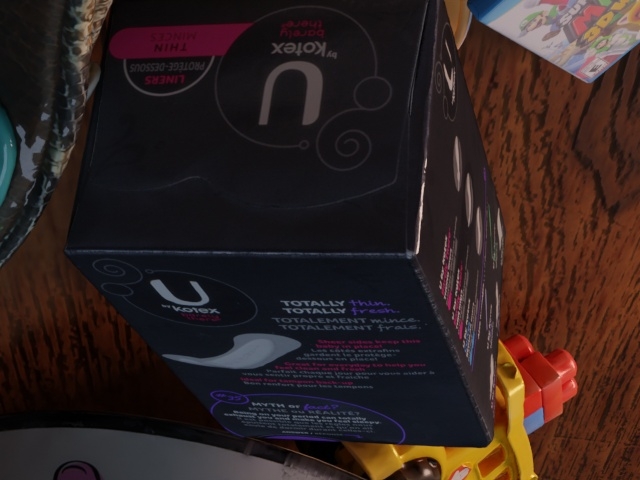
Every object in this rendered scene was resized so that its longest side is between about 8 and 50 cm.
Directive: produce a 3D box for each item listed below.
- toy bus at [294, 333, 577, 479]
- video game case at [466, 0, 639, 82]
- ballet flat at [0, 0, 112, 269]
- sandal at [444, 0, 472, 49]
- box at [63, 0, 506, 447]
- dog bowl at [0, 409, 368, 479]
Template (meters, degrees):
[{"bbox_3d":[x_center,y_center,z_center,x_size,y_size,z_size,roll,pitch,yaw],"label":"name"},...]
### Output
[{"bbox_3d":[0.092,0.127,1.045,0.211,0.149,0.220,-31,145,-6],"label":"toy bus"},{"bbox_3d":[0.157,-0.141,0.743,0.119,0.015,0.166,-40,157,20],"label":"video game case"},{"bbox_3d":[-0.129,-0.115,0.548,0.483,0.164,0.182,-53,176,38],"label":"ballet flat"},{"bbox_3d":[0.047,-0.147,0.665,0.102,0.076,0.265,-20,147,0],"label":"sandal"},{"bbox_3d":[0.000,0.000,0.735,0.165,0.143,0.270,0,155,14],"label":"box"},{"bbox_3d":[-0.102,0.276,0.984,0.408,0.150,0.408,9,149,6],"label":"dog bowl"}]
